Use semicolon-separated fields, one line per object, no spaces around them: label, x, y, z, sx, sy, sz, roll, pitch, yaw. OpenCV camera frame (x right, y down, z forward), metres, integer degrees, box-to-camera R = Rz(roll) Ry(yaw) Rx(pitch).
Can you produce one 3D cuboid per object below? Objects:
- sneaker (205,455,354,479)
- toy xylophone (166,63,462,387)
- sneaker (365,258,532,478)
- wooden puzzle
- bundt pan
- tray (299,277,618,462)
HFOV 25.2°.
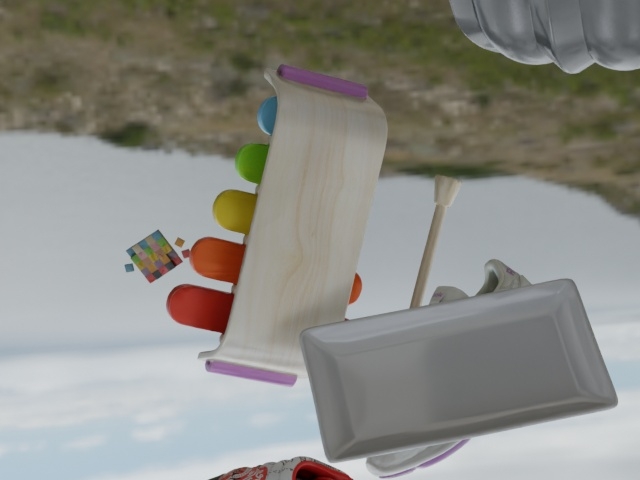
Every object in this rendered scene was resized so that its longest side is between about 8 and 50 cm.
sneaker;0.006;0.323;1.487;0.145;0.090;0.270;-23;124;33
toy xylophone;0.000;0.000;1.411;0.236;0.322;0.081;21;180;-22
sneaker;0.144;0.147;1.653;0.305;0.152;0.114;-42;-175;-23
wooden puzzle;-0.195;0.019;1.686;0.083;0.049;0.006;-33;-167;17
bundt pan;0.254;-0.239;1.211;0.331;0.124;0.331;-8;-152;4
tray;0.125;0.123;1.326;0.270;0.145;0.030;-11;146;-5
